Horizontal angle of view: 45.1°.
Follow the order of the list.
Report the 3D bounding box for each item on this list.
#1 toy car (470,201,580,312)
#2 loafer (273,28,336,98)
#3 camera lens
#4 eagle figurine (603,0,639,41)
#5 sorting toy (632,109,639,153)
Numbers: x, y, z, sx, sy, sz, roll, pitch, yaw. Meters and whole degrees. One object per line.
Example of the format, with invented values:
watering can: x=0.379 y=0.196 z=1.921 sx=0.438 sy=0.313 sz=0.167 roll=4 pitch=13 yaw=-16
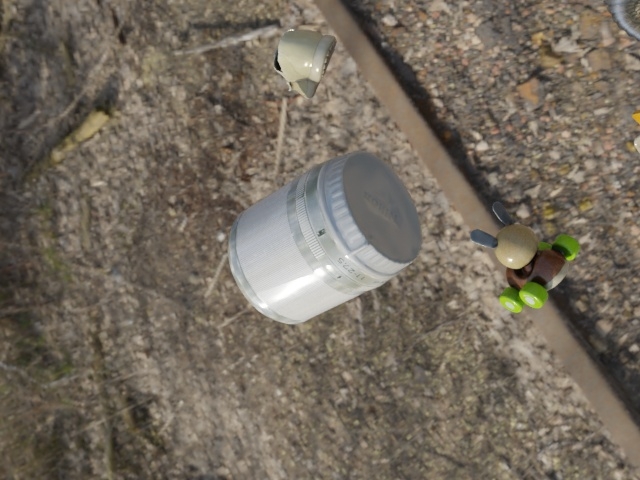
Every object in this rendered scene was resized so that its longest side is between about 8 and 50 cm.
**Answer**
toy car: x=0.384 y=0.021 z=1.525 sx=0.188 sy=0.155 sz=0.149 roll=42 pitch=160 yaw=-6
loafer: x=-0.031 y=-0.314 z=1.324 sx=0.092 sy=0.268 sz=0.102 roll=24 pitch=88 yaw=-6
camera lens: x=0.000 y=0.000 z=1.274 sx=0.274 sy=0.219 sz=0.219 roll=-29 pitch=84 yaw=35
eagle figurine: x=0.629 y=-0.392 z=1.328 sx=0.226 sy=0.298 sz=0.225 roll=33 pitch=126 yaw=-15
sorting toy: x=0.704 y=-0.147 z=1.415 sx=0.347 sy=0.047 sz=0.196 roll=40 pitch=162 yaw=-31
